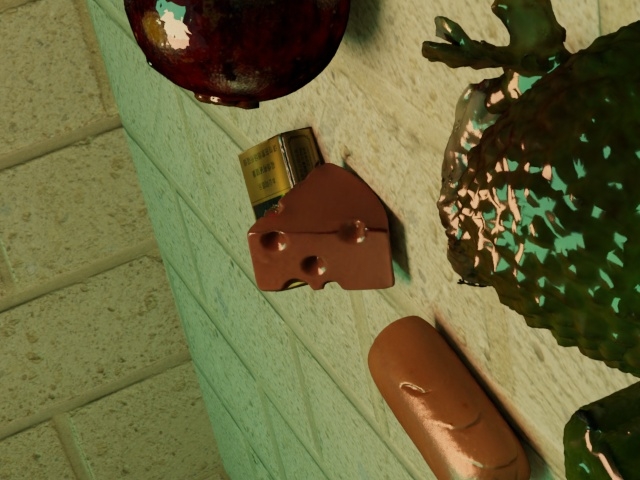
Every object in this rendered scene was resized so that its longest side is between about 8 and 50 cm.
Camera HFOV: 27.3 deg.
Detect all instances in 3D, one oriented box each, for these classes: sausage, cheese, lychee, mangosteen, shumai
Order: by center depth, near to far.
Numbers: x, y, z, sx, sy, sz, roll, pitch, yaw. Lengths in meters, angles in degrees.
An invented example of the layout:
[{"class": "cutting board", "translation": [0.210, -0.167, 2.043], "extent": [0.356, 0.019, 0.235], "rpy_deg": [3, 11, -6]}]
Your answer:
[{"class": "lychee", "translation": [0.230, -0.039, 0.973], "extent": [0.270, 0.269, 0.320], "rpy_deg": [85, 160, -47]}, {"class": "shumai", "translation": [0.208, -0.067, 1.264], "extent": [0.218, 0.183, 0.186], "rpy_deg": [79, -160, -72]}, {"class": "mangosteen", "translation": [-0.103, -0.320, 1.663], "extent": [0.311, 0.311, 0.311], "rpy_deg": [58, 162, 32]}, {"class": "sausage", "translation": [0.174, 0.240, 1.790], "extent": [0.304, 0.121, 0.121], "rpy_deg": [55, 160, 39]}, {"class": "cheese", "translation": [0.028, -0.003, 1.904], "extent": [0.177, 0.203, 0.128], "rpy_deg": [19, 135, 31]}]

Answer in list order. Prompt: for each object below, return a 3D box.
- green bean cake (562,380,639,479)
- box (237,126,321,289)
[{"class": "green bean cake", "translation": [0.347, 0.274, 1.206], "extent": [0.250, 0.156, 0.247], "rpy_deg": [46, 155, 52]}, {"class": "box", "translation": [-0.043, -0.047, 2.103], "extent": [0.159, 0.071, 0.240], "rpy_deg": [-20, 85, 57]}]
